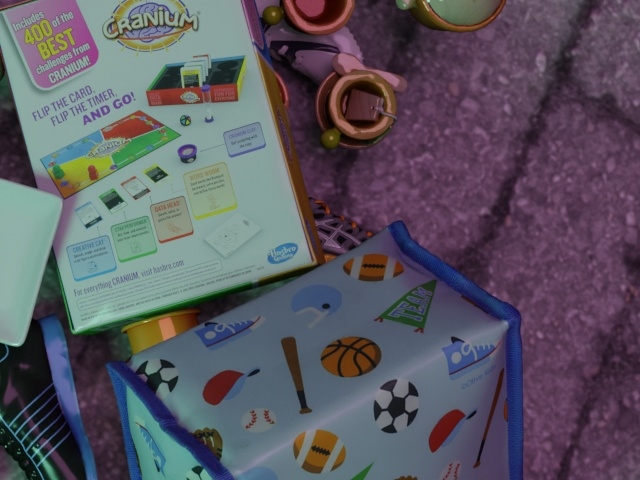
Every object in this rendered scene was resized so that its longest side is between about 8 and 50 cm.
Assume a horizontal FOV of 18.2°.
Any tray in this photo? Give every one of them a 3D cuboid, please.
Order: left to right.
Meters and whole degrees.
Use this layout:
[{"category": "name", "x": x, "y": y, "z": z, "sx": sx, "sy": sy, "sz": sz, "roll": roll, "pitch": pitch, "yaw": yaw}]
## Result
[{"category": "tray", "x": -0.375, "y": -0.007, "z": 1.857, "sx": 0.270, "sy": 0.030, "sz": 0.145, "roll": 17, "pitch": 92, "yaw": 12}]

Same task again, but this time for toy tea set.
[{"category": "toy tea set", "x": 0.040, "y": -0.205, "z": 1.936, "sx": 0.200, "sy": 0.124, "sz": 0.336, "roll": 36, "pitch": 81, "yaw": -10}]

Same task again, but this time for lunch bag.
[{"category": "lunch bag", "x": 0.005, "y": 0.223, "z": 1.823, "sx": 0.328, "sy": 0.385, "sz": 0.239, "roll": -26, "pitch": 42, "yaw": -20}]

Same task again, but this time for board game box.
[{"category": "board game box", "x": -0.151, "y": -0.095, "z": 1.861, "sx": 0.242, "sy": 0.064, "sz": 0.316, "roll": -15, "pitch": 84, "yaw": 9}]

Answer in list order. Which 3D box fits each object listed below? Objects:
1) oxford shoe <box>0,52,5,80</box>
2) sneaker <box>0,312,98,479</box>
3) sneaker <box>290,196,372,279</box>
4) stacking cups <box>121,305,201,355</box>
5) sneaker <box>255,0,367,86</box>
[{"category": "oxford shoe", "x": -0.332, "y": -0.312, "z": 1.958, "sx": 0.130, "sy": 0.123, "sz": 0.348, "roll": -6, "pitch": 79, "yaw": -23}, {"category": "sneaker", "x": -0.267, "y": 0.185, "z": 1.873, "sx": 0.090, "sy": 0.081, "sz": 0.232, "roll": -11, "pitch": 73, "yaw": -16}, {"category": "sneaker", "x": 0.000, "y": 0.000, "z": 1.995, "sx": 0.215, "sy": 0.084, "sz": 0.083, "roll": 13, "pitch": 68, "yaw": -12}, {"category": "stacking cups", "x": -0.169, "y": 0.049, "z": 1.934, "sx": 0.096, "sy": 0.096, "sz": 0.316, "roll": -9, "pitch": 83, "yaw": -18}, {"category": "sneaker", "x": -0.067, "y": -0.201, "z": 2.024, "sx": 0.153, "sy": 0.094, "sz": 0.235, "roll": -37, "pitch": 95, "yaw": -14}]
